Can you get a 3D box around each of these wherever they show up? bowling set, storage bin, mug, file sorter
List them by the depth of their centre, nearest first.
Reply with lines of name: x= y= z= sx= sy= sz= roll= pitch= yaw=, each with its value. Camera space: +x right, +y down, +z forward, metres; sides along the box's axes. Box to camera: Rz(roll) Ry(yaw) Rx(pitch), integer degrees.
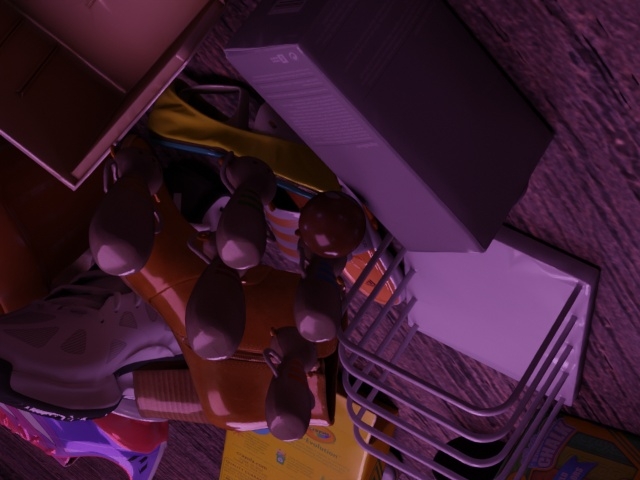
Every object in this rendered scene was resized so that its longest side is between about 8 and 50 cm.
bowling set: x=-0.034 y=0.010 z=1.334 sx=0.200 sy=0.154 sz=0.287 roll=-30 pitch=118 yaw=21
storage bin: x=-0.234 y=-0.215 z=1.343 sx=0.262 sy=0.123 sz=0.260 roll=38 pitch=142 yaw=-11
mug: x=-0.244 y=-0.222 z=1.490 sx=0.064 sy=0.062 sz=0.078 roll=10 pitch=141 yaw=28
file sorter: x=0.130 y=0.115 z=1.518 sx=0.193 sy=0.173 sz=0.277 roll=27 pitch=157 yaw=18

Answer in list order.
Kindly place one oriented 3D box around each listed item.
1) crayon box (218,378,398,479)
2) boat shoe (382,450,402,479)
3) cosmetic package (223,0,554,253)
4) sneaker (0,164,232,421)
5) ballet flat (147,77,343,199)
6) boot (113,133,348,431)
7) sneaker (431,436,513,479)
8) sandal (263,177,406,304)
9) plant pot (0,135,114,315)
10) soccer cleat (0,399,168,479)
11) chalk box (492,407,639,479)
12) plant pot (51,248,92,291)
crayon box: x=-0.019 y=0.269 z=2.057 sx=0.202 sy=0.081 sz=0.318 roll=27 pitch=133 yaw=17
boat shoe: x=0.026 y=0.343 z=2.216 sx=0.113 sy=0.103 sz=0.302 roll=35 pitch=157 yaw=0
cosmetic package: x=0.058 y=-0.108 z=1.221 sx=0.107 sy=0.127 sz=0.238 roll=3 pitch=141 yaw=51
sneaker: x=-0.224 y=0.037 z=1.659 sx=0.169 sy=0.257 sz=0.447 roll=19 pitch=-173 yaw=24
ballet flat: x=-0.068 y=-0.100 z=1.476 sx=0.231 sy=0.077 sz=0.077 roll=21 pitch=-176 yaw=35
boot: x=-0.081 y=0.038 z=1.525 sx=0.211 sy=0.295 sz=0.104 roll=-3 pitch=-169 yaw=12
sneaker: x=0.271 y=0.353 z=1.870 sx=0.296 sy=0.124 sz=0.178 roll=25 pitch=153 yaw=40
sandal: x=0.008 y=0.002 z=1.578 sx=0.102 sy=0.076 sz=0.265 roll=13 pitch=149 yaw=41
plant pot: x=-0.316 y=-0.043 z=1.740 sx=0.205 sy=0.188 sz=0.205 roll=50 pitch=162 yaw=22
soccer cleat: x=-0.323 y=0.199 z=1.849 sx=0.318 sy=0.116 sz=0.109 roll=11 pitch=-176 yaw=20
chalk box: x=0.270 y=0.275 z=1.708 sx=0.213 sy=0.132 sz=0.132 roll=14 pitch=151 yaw=38
plant pot: x=-0.467 y=0.045 z=2.054 sx=0.305 sy=0.333 sz=0.334 roll=-13 pitch=130 yaw=47
